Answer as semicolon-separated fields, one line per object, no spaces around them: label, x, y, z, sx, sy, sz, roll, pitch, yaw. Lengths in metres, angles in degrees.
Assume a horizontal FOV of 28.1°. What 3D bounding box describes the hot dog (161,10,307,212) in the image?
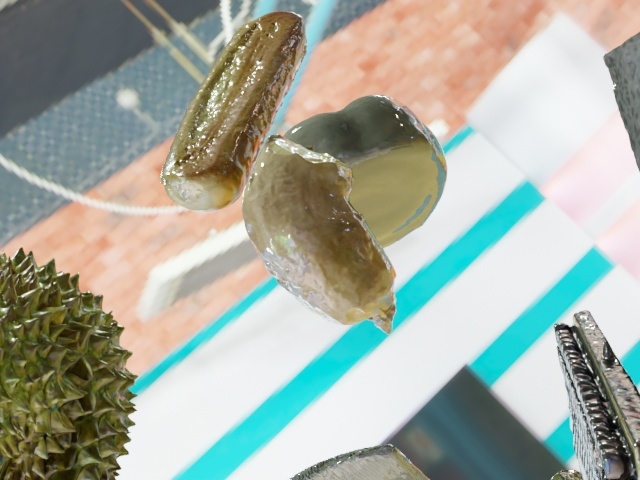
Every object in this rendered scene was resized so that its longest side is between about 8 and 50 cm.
hot dog;-0.058;-0.089;0.887;0.216;0.066;0.047;-72;-23;-48

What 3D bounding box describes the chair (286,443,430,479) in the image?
chair;0.091;0.298;1.045;0.160;0.186;0.319;-29;-31;17

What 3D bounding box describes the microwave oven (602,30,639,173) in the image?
microwave oven;0.490;-0.097;1.009;0.236;0.374;0.432;-8;-15;-31

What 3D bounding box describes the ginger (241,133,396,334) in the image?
ginger;0.000;0.000;1.473;0.152;0.267;0.138;-24;5;-17

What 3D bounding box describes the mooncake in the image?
mooncake;0.046;-0.089;1.800;0.275;0.135;0.275;-18;-29;-11

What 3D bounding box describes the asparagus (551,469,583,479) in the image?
asparagus;0.241;0.322;1.436;0.045;0.041;0.178;-16;-34;-49

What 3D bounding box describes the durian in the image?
durian;-0.276;0.129;1.029;0.291;0.224;0.291;-24;-36;-19

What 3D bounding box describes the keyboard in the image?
keyboard;0.148;0.104;0.666;0.027;0.106;0.317;-7;5;7
